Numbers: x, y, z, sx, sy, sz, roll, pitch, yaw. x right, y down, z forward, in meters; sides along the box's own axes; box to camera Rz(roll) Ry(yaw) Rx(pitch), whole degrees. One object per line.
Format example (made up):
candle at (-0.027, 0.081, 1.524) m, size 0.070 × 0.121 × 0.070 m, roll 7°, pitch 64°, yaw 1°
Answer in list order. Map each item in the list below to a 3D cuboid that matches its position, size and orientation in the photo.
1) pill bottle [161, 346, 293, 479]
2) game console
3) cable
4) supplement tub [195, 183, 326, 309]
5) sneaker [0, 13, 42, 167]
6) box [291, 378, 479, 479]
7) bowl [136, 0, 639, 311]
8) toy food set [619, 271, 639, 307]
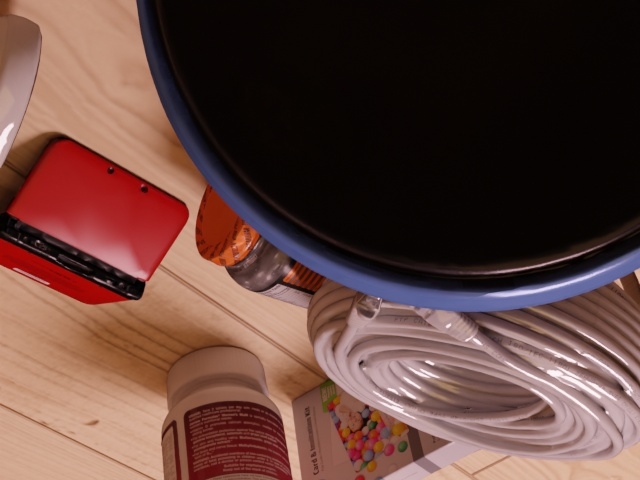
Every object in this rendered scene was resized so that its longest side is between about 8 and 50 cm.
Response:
pill bottle at (-0.089, 0.217, 1.039) m, size 0.121 × 0.221 × 0.121 m, roll -6°, pitch 137°, yaw -6°
game console at (-0.208, -0.012, 0.923) m, size 0.144 × 0.085 × 0.124 m, roll 31°, pitch 153°, yaw -36°
cable at (0.115, 0.081, 0.803) m, size 0.257 × 0.089 × 0.257 m, roll 25°, pitch 155°, yaw -14°
supplement tub at (0.000, 0.000, 0.907) m, size 0.190 × 0.117 × 0.117 m, roll 21°, pitch 128°, yaw -30°
sneaker at (-0.311, -0.064, 0.774) m, size 0.123 × 0.106 × 0.290 m, roll 26°, pitch 127°, yaw -37°
box at (0.060, 0.184, 1.095) m, size 0.186 × 0.145 × 0.038 m, roll -33°, pitch 131°, yaw 22°
bowl at (0.081, -0.153, 0.603) m, size 0.391 × 0.391 × 0.077 m, roll -20°, pitch 180°, yaw 8°
toy food set at (0.199, -0.036, 0.838) m, size 0.092 × 0.219 × 0.306 m, roll -28°, pitch 136°, yaw 20°
